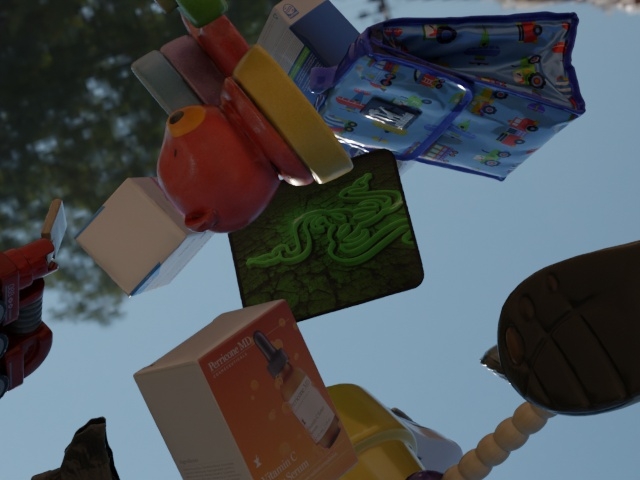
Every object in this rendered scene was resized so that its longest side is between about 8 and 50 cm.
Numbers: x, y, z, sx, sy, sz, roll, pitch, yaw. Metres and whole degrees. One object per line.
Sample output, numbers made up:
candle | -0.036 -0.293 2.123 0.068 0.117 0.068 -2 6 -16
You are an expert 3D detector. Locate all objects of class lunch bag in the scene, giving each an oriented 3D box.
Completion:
lunch bag | 0.129 -0.183 1.590 0.293 0.138 0.221 5 160 -17

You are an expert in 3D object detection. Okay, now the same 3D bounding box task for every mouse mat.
mouse mat | 0.000 0.000 1.353 0.190 0.152 0.007 -17 162 10

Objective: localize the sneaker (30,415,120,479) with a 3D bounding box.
sneaker | -0.209 0.256 1.248 0.089 0.170 0.051 -21 -172 -1

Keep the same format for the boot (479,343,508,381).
boot | 0.270 0.095 1.607 0.083 0.161 0.246 32 -172 7

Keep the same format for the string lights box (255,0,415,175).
string lights box | 0.032 -0.198 1.768 0.077 0.259 0.133 -40 174 -27

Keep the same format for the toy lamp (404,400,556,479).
toy lamp | 0.185 0.165 1.226 0.274 0.080 0.080 -47 -169 26

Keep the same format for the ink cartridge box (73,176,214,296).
ink cartridge box | -0.184 -0.007 1.454 0.092 0.090 0.143 -46 175 10

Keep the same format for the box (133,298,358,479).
box | -0.065 0.160 1.204 0.091 0.170 0.130 -15 -167 43

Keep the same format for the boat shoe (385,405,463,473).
boat shoe | 0.087 0.268 1.735 0.102 0.301 0.108 36 -88 36

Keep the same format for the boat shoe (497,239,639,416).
boat shoe | 0.274 0.033 0.833 0.324 0.122 0.120 -13 166 24

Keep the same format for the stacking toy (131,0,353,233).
stacking toy | -0.127 -0.145 1.085 0.130 0.279 0.309 -39 -161 -1

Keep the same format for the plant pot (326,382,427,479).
plant pot | 0.042 0.320 1.413 0.254 0.254 0.239 -31 -126 -30

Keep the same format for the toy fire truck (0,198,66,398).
toy fire truck | -0.408 0.069 1.808 0.246 0.217 0.158 -28 -126 -36
